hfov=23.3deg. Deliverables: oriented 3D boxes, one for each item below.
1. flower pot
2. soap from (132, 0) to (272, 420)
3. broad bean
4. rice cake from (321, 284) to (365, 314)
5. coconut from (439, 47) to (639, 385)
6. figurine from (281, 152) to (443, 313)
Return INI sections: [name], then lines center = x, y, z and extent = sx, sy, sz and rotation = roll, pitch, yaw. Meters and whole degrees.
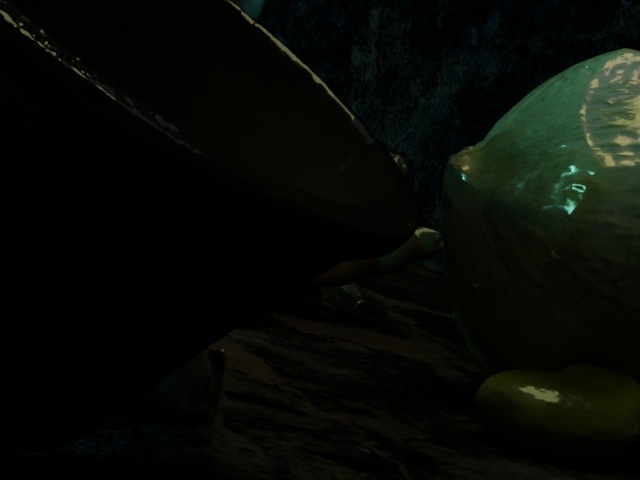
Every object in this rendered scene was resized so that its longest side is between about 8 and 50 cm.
[flower pot]
center = -0.153, -0.031, 0.912
extent = 0.379, 0.251, 0.379
rotation = 33, 15, -10
[soap]
center = -0.196, -0.070, 1.261
extent = 0.213, 0.350, 0.435
rotation = 5, 4, -14
[broad bean]
center = 0.220, 0.156, 1.368
extent = 0.174, 0.082, 0.124
rotation = -4, 15, -44
[rice cake]
center = -0.051, 0.053, 2.102
extent = 0.245, 0.042, 0.045
rotation = 17, 6, 32
[coconut]
center = 0.294, 0.002, 1.572
extent = 0.405, 0.404, 0.404
rotation = 14, 4, -1
[figurine]
center = -0.005, -0.003, 1.990
extent = 0.247, 0.177, 0.173
rotation = -28, 3, -30
